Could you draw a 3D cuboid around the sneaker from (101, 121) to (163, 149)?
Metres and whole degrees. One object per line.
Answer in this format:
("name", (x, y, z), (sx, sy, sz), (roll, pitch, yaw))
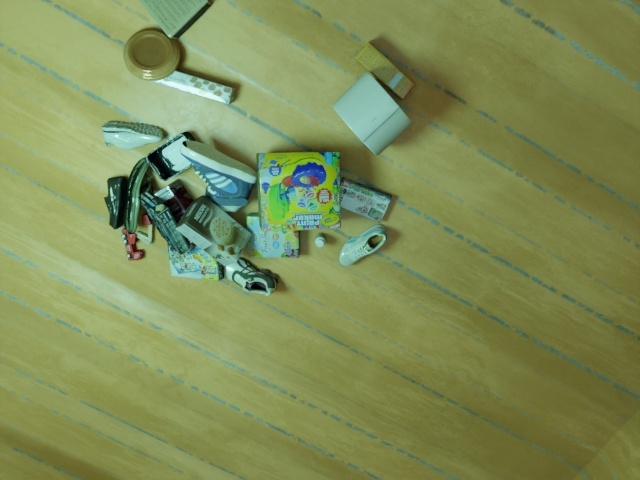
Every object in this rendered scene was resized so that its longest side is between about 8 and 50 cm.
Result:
("sneaker", (-0.714, -0.393, 1.923), (0.235, 0.090, 0.095), (8, 121, 4))

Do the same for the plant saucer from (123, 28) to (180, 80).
("plant saucer", (-0.604, -0.670, 1.793), (0.200, 0.037, 0.200), (1, 80, -6))

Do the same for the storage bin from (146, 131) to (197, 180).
("storage bin", (-0.556, -0.323, 1.929), (0.180, 0.084, 0.122), (-29, 105, 12))

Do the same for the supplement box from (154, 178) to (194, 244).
("supplement box", (-0.534, -0.113, 1.973), (0.073, 0.130, 0.239), (-29, 105, 11))

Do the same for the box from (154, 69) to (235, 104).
("box", (-0.479, -0.578, 1.850), (0.324, 0.067, 0.063), (16, 108, -3))

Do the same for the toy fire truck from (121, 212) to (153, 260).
("toy fire truck", (-0.740, -0.013, 2.060), (0.135, 0.047, 0.192), (-5, 108, 5))

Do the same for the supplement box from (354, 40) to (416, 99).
("supplement box", (0.231, -0.607, 1.797), (0.233, 0.078, 0.080), (36, 106, -9))

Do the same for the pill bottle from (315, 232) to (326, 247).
("pill bottle", (0.000, 0.000, 2.007), (0.043, 0.083, 0.043), (1, 109, 3))

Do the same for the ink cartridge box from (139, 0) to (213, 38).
("ink cartridge box", (-0.525, -0.860, 1.747), (0.193, 0.088, 0.235), (-37, 102, 12))

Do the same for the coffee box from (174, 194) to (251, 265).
("coffee box", (-0.405, -0.035, 1.912), (0.246, 0.141, 0.098), (41, 144, -27))

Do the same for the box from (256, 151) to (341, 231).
("box", (-0.083, -0.185, 1.853), (0.289, 0.177, 0.279), (-4, 100, -10))

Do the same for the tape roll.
("tape roll", (0.182, -0.444, 1.767), (0.169, 0.246, 0.246), (-41, 102, 15))

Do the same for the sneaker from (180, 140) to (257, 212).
("sneaker", (-0.416, -0.212, 1.894), (0.322, 0.130, 0.236), (21, 116, -32))

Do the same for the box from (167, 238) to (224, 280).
("box", (-0.508, 0.074, 2.043), (0.233, 0.044, 0.159), (5, 108, 20))

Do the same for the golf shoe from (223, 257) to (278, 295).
("golf shoe", (-0.308, 0.147, 2.055), (0.272, 0.120, 0.105), (17, 110, -1))

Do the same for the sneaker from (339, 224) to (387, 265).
("sneaker", (0.165, 0.025, 2.003), (0.228, 0.092, 0.087), (-39, 104, 15))

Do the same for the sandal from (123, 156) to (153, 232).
("sandal", (-0.709, -0.179, 1.978), (0.086, 0.120, 0.303), (6, 105, -34))

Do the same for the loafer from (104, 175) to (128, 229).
("loafer", (-0.821, -0.154, 2.010), (0.078, 0.080, 0.220), (13, 104, 9))

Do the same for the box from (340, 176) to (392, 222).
("box", (0.163, -0.159, 1.971), (0.207, 0.036, 0.114), (21, 108, -4))

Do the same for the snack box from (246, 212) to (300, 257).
("snack box", (-0.186, -0.021, 2.017), (0.207, 0.070, 0.175), (0, 108, 4))

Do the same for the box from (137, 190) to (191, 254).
("box", (-0.600, -0.067, 1.934), (0.051, 0.175, 0.220), (-38, 137, -21))
